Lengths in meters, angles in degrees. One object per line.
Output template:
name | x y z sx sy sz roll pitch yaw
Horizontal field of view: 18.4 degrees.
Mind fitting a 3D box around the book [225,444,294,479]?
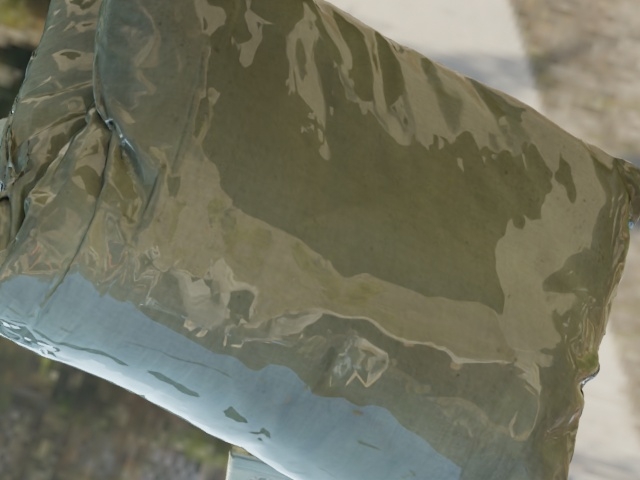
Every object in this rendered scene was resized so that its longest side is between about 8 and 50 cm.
book | 0.056 0.184 1.089 0.231 0.022 0.162 14 138 3

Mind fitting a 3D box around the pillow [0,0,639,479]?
pillow | 0.000 0.000 0.537 0.181 0.134 0.078 25 144 -17
